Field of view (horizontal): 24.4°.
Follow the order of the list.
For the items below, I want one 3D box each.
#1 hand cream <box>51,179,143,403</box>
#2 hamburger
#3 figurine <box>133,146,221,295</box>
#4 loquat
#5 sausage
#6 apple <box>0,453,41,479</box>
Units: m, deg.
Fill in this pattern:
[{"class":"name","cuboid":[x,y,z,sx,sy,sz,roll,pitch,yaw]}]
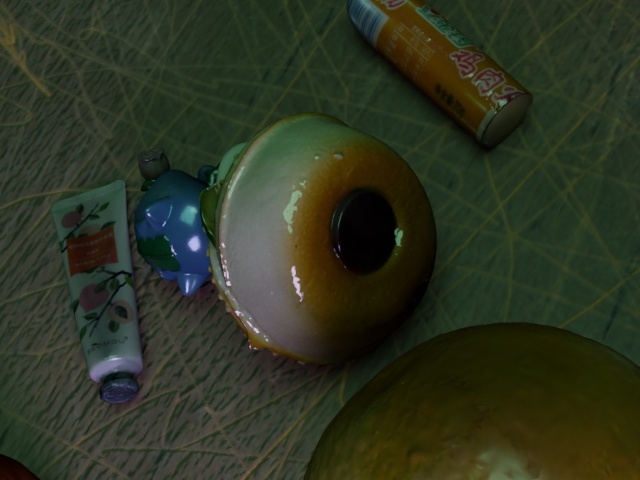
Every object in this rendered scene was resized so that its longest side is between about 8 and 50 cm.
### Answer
[{"class":"hand cream","cuboid":[-0.207,0.045,1.418,0.080,0.050,0.234,-18,58,5]},{"class":"hamburger","cuboid":[0.003,-0.002,1.321,0.147,0.237,0.237,-3,57,53]},{"class":"figurine","cuboid":[-0.107,-0.036,1.414,0.178,0.114,0.144,-36,40,-22]},{"class":"loquat","cuboid":[0.143,0.223,1.130,0.328,0.328,0.328,-3,65,7]},{"class":"sausage","cuboid":[0.104,-0.189,1.458,0.071,0.071,0.234,-41,66,-10]},{"class":"apple","cuboid":[-0.299,0.275,1.256,0.168,0.181,0.181,-42,64,14]}]
